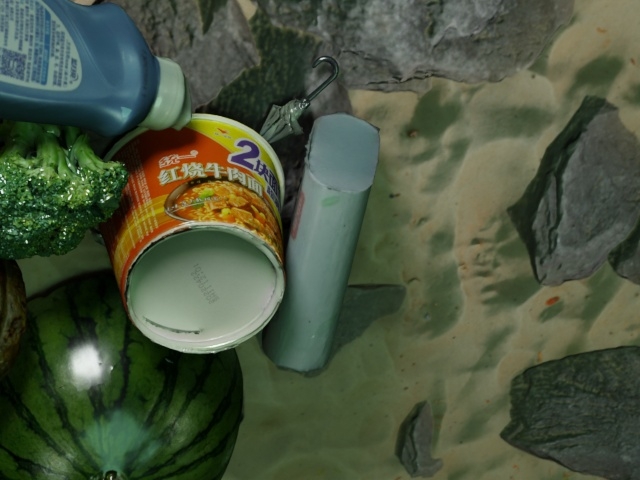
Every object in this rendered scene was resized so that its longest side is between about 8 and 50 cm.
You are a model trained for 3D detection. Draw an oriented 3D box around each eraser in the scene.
[{"bbox_3d":[0.000,0.000,2.016,0.081,0.174,0.227,13,119,0],"label":"eraser"}]

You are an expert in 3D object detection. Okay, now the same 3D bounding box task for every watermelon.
[{"bbox_3d":[-0.215,0.214,2.059,0.330,0.189,0.331,-14,133,-16],"label":"watermelon"}]

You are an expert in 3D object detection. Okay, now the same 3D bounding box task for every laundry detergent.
[{"bbox_3d":[-0.253,-0.171,1.808,0.290,0.143,0.094,15,150,-34],"label":"laundry detergent"}]

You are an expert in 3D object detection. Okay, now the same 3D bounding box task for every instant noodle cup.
[{"bbox_3d":[-0.127,0.003,1.932,0.213,0.174,0.213,-5,126,-7],"label":"instant noodle cup"}]

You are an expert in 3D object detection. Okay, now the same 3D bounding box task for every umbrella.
[{"bbox_3d":[-0.070,-0.088,2.006,0.044,0.044,0.269,41,102,-10],"label":"umbrella"}]

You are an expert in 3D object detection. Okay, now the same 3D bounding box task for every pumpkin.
[{"bbox_3d":[-0.408,0.113,1.906,0.131,0.126,0.248,14,134,-44],"label":"pumpkin"}]

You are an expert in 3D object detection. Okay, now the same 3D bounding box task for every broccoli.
[{"bbox_3d":[-0.286,-0.055,1.855,0.195,0.195,0.156,12,97,-30],"label":"broccoli"}]
